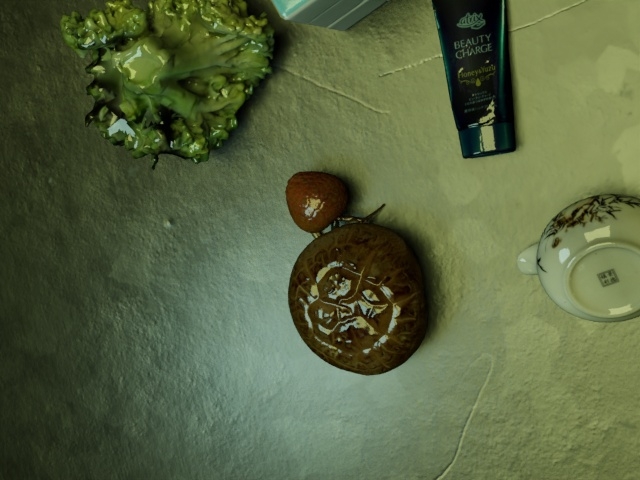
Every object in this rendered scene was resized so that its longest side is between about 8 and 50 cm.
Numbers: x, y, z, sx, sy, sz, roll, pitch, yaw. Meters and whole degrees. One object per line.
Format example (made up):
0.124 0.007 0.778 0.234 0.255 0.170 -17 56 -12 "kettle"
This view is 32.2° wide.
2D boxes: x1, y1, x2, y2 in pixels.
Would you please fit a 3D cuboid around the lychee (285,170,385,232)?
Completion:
0.007 -0.060 1.817 0.140 0.101 0.114 39 97 18 "lychee"

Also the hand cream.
0.248 -0.267 1.741 0.120 0.061 0.270 -9 85 25 "hand cream"

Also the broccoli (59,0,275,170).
-0.238 -0.268 1.785 0.348 0.281 0.293 -15 93 17 "broccoli"

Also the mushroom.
0.061 0.096 1.793 0.253 0.153 0.253 5 102 24 "mushroom"

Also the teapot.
0.448 0.017 1.657 0.300 0.166 0.208 -23 105 11 "teapot"

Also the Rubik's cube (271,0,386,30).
0.032 -0.517 1.660 0.290 0.291 0.291 -31 86 20 "Rubik's cube"

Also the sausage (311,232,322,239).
0.000 0.000 1.873 0.015 0.015 0.100 -36 84 19 "sausage"
